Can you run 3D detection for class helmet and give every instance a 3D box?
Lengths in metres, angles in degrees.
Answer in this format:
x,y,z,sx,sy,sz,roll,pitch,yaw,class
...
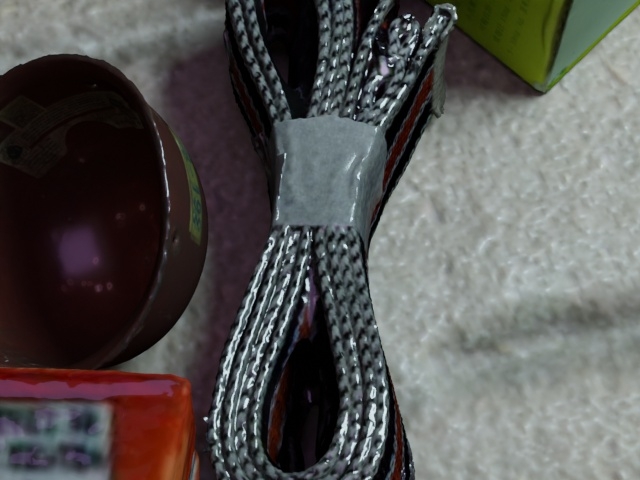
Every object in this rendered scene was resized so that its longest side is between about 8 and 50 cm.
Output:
x,y,z,sx,sy,sz,roll,pitch,yaw,class
-0.112,0.004,0.984,0.155,0.106,0.175,-31,59,20,helmet

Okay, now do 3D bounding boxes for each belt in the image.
x,y,z,sx,sy,sz,roll,pitch,yaw,class
0.000,0.000,1.009,0.126,0.094,0.359,4,59,2,belt

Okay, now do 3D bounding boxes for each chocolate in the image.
x,y,z,sx,sy,sz,roll,pitch,yaw,class
-0.173,0.123,0.851,0.237,0.235,0.108,4,72,-3,chocolate

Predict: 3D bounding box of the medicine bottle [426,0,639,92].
x,y,z,sx,sy,sz,roll,pitch,yaw,class
0.089,-0.227,1.117,0.250,0.141,0.137,41,69,17,medicine bottle
